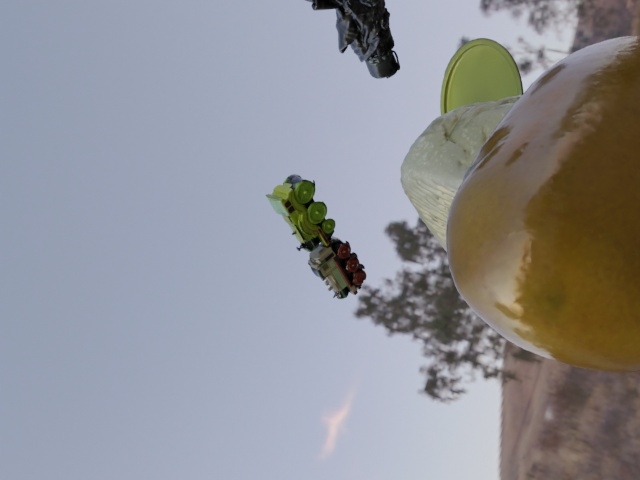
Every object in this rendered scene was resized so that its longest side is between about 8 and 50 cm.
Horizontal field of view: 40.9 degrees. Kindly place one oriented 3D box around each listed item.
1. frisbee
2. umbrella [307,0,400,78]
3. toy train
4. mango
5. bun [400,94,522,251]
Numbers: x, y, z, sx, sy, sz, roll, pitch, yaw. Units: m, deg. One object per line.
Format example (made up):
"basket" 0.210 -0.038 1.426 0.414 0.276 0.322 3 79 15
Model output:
"frisbee" 0.298 -0.257 1.596 0.017 0.236 0.236 -6 -65 -29
"umbrella" 0.043 -0.384 1.410 0.128 0.154 0.337 -56 -21 -16
"toy train" 0.000 0.000 1.419 0.085 0.053 0.250 -43 -56 -16
"mango" 0.292 -0.039 0.823 0.445 0.300 0.232 -30 -13 -40
"bun" 0.309 -0.086 1.323 0.227 0.348 0.352 -56 -6 -20
